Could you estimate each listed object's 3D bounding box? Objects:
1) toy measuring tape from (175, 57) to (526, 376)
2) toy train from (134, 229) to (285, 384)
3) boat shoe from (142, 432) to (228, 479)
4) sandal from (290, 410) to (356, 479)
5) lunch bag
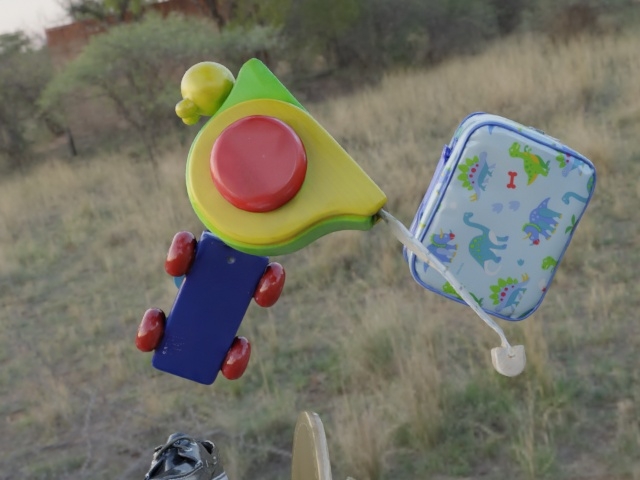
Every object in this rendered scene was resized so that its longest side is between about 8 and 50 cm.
[{"bbox_3d":[0.000,0.000,0.698,0.121,0.330,0.121,-41,-10,-8],"label":"toy measuring tape"},{"bbox_3d":[-0.083,-0.002,0.884,0.105,0.248,0.143,20,26,-11],"label":"toy train"},{"bbox_3d":[-0.142,0.237,0.984,0.080,0.076,0.228,-13,-11,7],"label":"boat shoe"},{"bbox_3d":[0.031,0.217,0.559,0.079,0.239,0.088,-2,-4,-13],"label":"sandal"},{"bbox_3d":[0.203,-0.030,1.114,0.176,0.218,0.090,21,14,-5],"label":"lunch bag"}]
